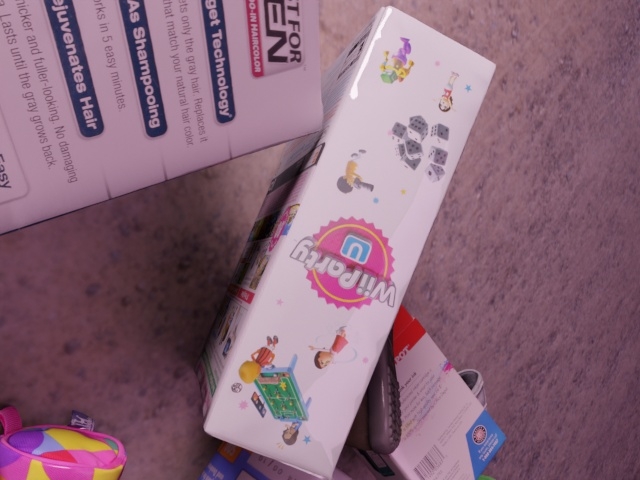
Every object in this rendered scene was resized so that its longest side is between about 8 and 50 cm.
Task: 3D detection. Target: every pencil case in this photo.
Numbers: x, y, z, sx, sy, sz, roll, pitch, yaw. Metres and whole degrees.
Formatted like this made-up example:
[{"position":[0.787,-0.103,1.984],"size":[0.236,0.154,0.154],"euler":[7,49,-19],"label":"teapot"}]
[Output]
[{"position":[-0.219,0.250,0.470],"size":[0.104,0.104,0.237],"euler":[16,87,-46],"label":"pencil case"}]

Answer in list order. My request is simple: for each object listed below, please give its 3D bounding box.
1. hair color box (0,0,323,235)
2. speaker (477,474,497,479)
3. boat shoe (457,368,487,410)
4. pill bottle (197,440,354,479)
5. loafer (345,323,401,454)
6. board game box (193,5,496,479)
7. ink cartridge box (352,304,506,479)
[{"position":[-0.170,-0.107,0.340],"size":[0.347,0.105,0.174],"euler":[-22,132,-25],"label":"hair color box"},{"position":[0.278,0.503,1.006],"size":[0.131,0.131,0.297],"euler":[-44,128,-28],"label":"speaker"},{"position":[0.153,0.229,0.850],"size":[0.227,0.079,0.081],"euler":[-13,103,-48],"label":"boat shoe"},{"position":[-0.085,0.312,0.577],"size":[0.272,0.152,0.152],"euler":[-55,132,-19],"label":"pill bottle"},{"position":[0.027,0.084,0.628],"size":[0.094,0.087,0.251],"euler":[67,18,-50],"label":"loafer"},{"position":[0.000,0.000,0.516],"size":[0.097,0.224,0.304],"euler":[24,84,-11],"label":"board game box"},{"position":[0.089,0.185,0.726],"size":[0.134,0.078,0.231],"euler":[-39,94,-31],"label":"ink cartridge box"}]
